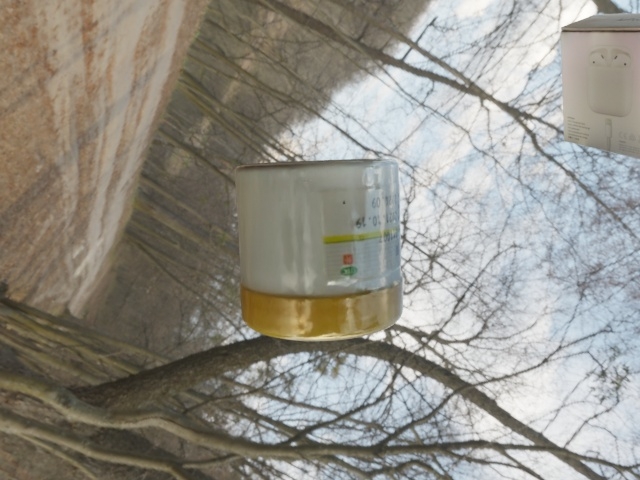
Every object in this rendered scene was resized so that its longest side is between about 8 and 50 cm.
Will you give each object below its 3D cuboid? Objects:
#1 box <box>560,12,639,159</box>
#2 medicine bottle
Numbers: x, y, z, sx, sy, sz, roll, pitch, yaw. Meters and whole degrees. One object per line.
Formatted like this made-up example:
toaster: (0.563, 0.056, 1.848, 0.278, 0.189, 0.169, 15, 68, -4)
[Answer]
box: (0.309, -0.154, 0.501, 0.051, 0.129, 0.130, -23, -152, -13)
medicine bottle: (0.000, 0.000, 0.724, 0.238, 0.238, 0.231, -147, -125, -74)
